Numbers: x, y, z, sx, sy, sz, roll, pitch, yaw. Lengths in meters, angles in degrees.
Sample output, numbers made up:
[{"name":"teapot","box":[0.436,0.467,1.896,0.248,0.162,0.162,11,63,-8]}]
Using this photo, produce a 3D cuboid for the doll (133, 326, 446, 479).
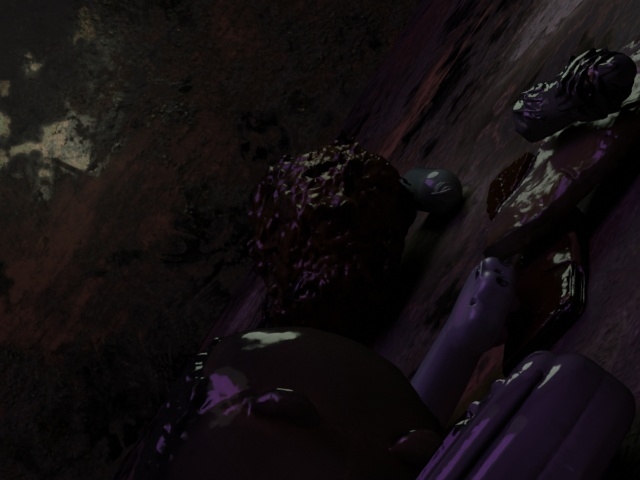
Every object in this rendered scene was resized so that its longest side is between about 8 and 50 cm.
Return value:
[{"name":"doll","box":[-0.042,0.237,1.104,0.349,0.247,0.247,-60,5,24]}]

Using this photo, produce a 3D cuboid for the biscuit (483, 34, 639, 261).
[{"name":"biscuit","box":[0.247,-0.099,1.316,0.290,0.038,0.141,-53,15,-27]}]

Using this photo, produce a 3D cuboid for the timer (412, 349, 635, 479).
[{"name":"timer","box":[0.080,0.181,0.896,0.262,0.087,0.237,-52,-6,-7]}]

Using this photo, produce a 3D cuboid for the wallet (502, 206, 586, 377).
[{"name":"wallet","box":[0.185,0.037,1.255,0.095,0.026,0.176,-48,11,29]}]

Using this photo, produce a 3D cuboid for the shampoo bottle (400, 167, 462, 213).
[{"name":"shampoo bottle","box":[0.138,-0.058,1.795,0.056,0.056,0.195,-55,10,-2]}]

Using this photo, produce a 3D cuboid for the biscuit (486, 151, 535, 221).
[{"name":"biscuit","box":[0.196,-0.055,1.583,0.082,0.016,0.092,-61,8,-4]}]

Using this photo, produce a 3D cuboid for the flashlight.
[{"name":"flashlight","box":[0.111,0.105,1.252,0.093,0.047,0.200,-74,8,-61]}]

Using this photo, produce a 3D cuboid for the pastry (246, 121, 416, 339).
[{"name":"pastry","box":[0.000,0.000,1.786,0.275,0.193,0.275,-158,90,-84]}]

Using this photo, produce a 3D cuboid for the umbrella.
[{"name":"umbrella","box":[0.218,-0.126,1.282,0.067,0.062,0.143,-15,-5,-30]}]
